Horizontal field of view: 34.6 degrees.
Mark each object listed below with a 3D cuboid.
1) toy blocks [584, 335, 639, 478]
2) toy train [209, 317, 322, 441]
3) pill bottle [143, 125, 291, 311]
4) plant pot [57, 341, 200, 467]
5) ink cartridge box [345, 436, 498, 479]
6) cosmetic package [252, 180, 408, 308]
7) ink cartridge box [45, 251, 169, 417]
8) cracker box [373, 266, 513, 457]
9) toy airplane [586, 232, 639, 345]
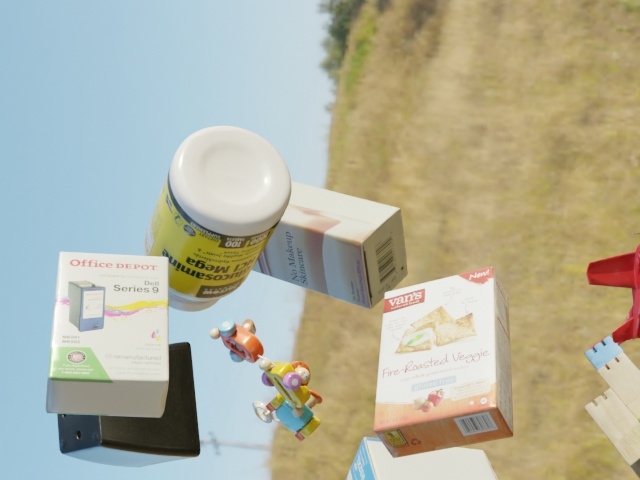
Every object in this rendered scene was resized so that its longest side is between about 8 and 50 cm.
[{"bbox_3d":[0.509,0.313,1.539,0.381,0.191,0.261,49,-173,-25],"label":"toy blocks"},{"bbox_3d":[-0.051,0.148,1.134,0.046,0.125,0.166,-44,-43,-26],"label":"toy train"},{"bbox_3d":[-0.180,-0.019,1.657,0.334,0.188,0.188,122,161,-54],"label":"pill bottle"},{"bbox_3d":[-0.323,0.269,1.664,0.167,0.187,0.188,7,-109,-44],"label":"plant pot"},{"bbox_3d":[0.135,0.485,1.681,0.129,0.223,0.307,-110,35,-56],"label":"ink cartridge box"},{"bbox_3d":[0.000,0.000,1.889,0.129,0.296,0.153,-39,-49,-38],"label":"cosmetic package"},{"bbox_3d":[-0.285,0.124,1.391,0.093,0.154,0.212,107,163,-46],"label":"ink cartridge box"},{"bbox_3d":[0.156,0.149,1.293,0.067,0.156,0.232,58,-154,-36],"label":"cracker box"},{"bbox_3d":[0.363,0.058,1.182,0.028,0.151,0.151,36,128,56],"label":"toy airplane"}]
